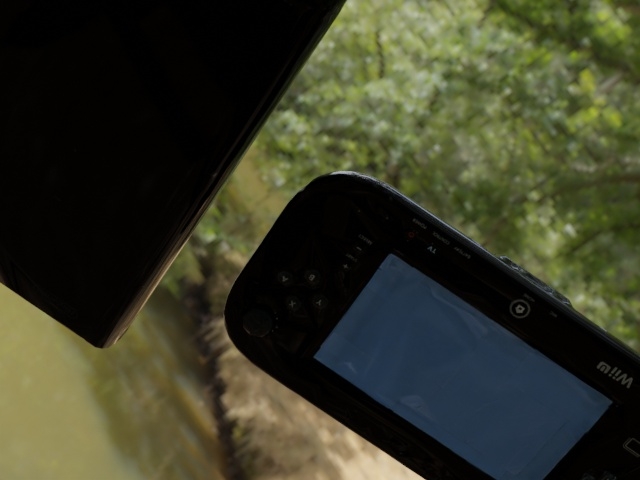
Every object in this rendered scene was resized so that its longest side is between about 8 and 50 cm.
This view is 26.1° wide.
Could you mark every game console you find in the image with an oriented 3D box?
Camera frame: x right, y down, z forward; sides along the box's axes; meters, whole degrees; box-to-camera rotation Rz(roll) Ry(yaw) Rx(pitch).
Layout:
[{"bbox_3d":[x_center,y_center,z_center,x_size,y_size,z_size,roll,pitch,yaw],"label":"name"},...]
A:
[{"bbox_3d":[0.000,0.000,0.562,0.361,0.213,0.044,34,37,-3],"label":"game console"}]
